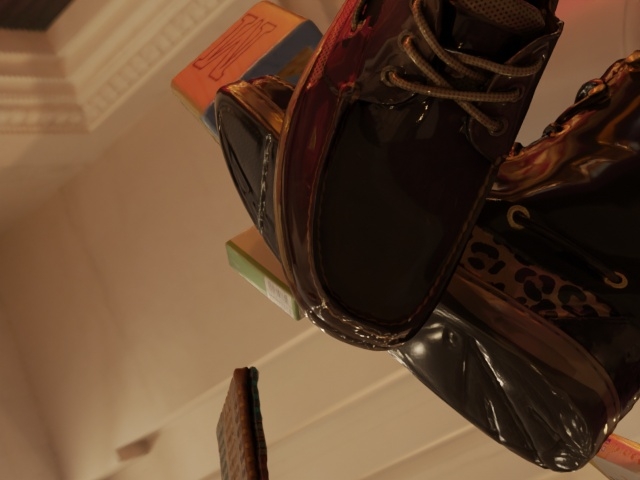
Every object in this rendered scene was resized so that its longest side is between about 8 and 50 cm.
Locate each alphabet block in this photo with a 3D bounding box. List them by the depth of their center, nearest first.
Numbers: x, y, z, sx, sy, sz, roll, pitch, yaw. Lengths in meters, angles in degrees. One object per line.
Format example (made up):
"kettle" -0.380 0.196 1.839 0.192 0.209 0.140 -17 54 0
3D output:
"alphabet block" -0.063 -0.190 1.530 0.192 0.193 0.197 51 176 -29

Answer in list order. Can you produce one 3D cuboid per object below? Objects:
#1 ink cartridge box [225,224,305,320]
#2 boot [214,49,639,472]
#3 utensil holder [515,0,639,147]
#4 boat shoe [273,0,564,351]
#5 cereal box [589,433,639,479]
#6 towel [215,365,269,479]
"ink cartridge box" 0.000 0.000 1.663 0.235 0.056 0.171 -33 -133 -25
"boot" 0.130 -0.043 0.802 0.284 0.138 0.377 -34 -126 -25
"utensil holder" 0.324 -0.141 1.132 0.327 0.385 0.328 3 -97 -27
"boat shoe" 0.065 -0.114 0.642 0.132 0.130 0.355 17 -103 -9
"cereal box" 0.455 0.326 1.459 0.173 0.240 0.047 40 -99 -18
"towel" -0.085 0.318 1.345 0.040 0.370 0.271 -6 -109 -11
